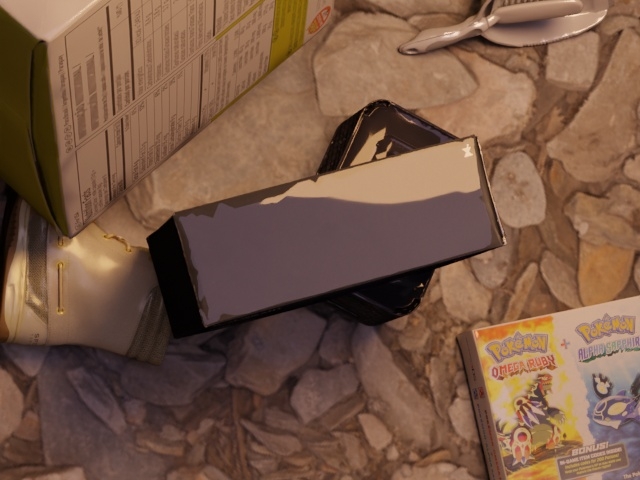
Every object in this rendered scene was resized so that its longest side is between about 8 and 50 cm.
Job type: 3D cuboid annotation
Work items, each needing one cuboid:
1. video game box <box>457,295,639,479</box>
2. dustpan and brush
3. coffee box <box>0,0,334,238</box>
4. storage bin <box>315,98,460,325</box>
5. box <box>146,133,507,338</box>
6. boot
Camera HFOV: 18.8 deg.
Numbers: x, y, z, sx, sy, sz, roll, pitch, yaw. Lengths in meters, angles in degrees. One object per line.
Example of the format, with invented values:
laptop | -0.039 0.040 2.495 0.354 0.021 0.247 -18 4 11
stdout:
video game box | 0.248 0.158 1.839 0.205 0.048 0.187 -11 82 -19
dustpan and brush | 0.177 -0.221 1.858 0.211 0.147 0.060 -9 62 8
coffee box | -0.207 -0.274 1.569 0.337 0.338 0.334 43 70 14
storage bin | 0.053 -0.024 1.787 0.122 0.084 0.180 27 73 -12
box | 0.000 0.000 1.626 0.261 0.184 0.103 -15 85 -13
boot | -0.196 -0.003 1.709 0.165 0.077 0.213 11 80 -17
